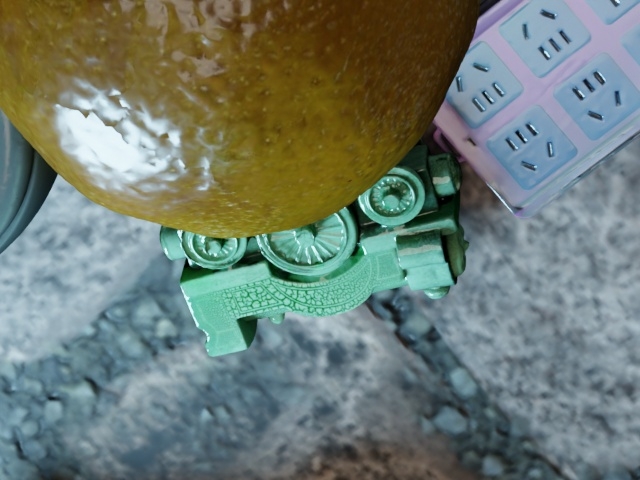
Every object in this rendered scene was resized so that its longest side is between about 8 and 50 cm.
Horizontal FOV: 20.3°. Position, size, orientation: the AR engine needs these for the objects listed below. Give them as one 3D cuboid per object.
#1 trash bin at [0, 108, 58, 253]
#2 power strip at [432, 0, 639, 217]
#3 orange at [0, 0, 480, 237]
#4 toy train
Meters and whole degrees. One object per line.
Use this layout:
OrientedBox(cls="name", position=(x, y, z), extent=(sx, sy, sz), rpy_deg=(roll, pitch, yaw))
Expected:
OrientedBox(cls="trash bin", position=(-0.260, -0.079, 1.003), extent=(0.236, 0.101, 0.177), rpy_deg=(13, 113, 4))
OrientedBox(cls="power strip", position=(0.174, -0.127, 0.965), extent=(0.279, 0.037, 0.109), rpy_deg=(-38, 102, 18))
OrientedBox(cls="orange", position=(-0.045, -0.124, 0.876), extent=(0.264, 0.264, 0.264), rpy_deg=(2, 111, 6))
OrientedBox(cls="toy train", position=(0.000, 0.000, 1.018), extent=(0.178, 0.071, 0.105), rpy_deg=(-13, 116, 13))
